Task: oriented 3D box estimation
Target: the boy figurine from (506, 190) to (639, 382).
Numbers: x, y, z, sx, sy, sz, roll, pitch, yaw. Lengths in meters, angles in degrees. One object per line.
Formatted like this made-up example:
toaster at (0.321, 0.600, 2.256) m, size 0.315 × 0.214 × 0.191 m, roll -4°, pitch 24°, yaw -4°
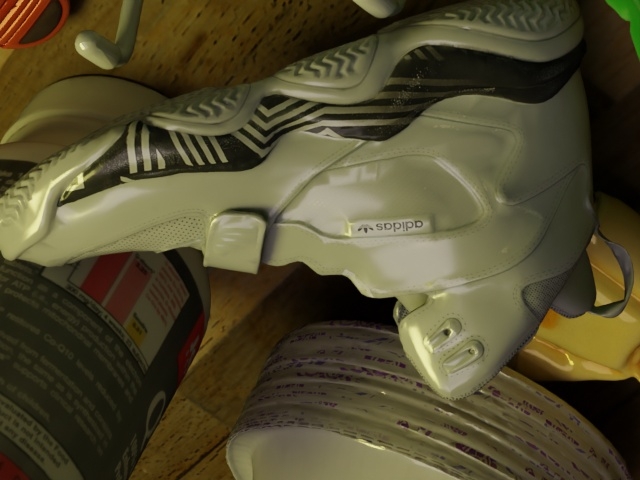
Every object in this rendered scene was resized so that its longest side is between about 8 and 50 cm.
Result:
boy figurine at (0.156, 0.040, 1.258) m, size 0.285 × 0.092 × 0.177 m, roll 30°, pitch 136°, yaw 1°

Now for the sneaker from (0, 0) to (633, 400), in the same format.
sneaker at (0.000, 0.000, 1.135) m, size 0.366 × 0.137 × 0.210 m, roll -18°, pitch 97°, yaw 4°

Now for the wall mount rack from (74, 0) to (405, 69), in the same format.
wall mount rack at (-0.108, -0.217, 1.057) m, size 0.350 × 0.130 × 0.304 m, roll -7°, pitch 149°, yaw 32°

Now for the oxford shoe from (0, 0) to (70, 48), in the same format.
oxford shoe at (-0.276, -0.213, 1.231) m, size 0.271 × 0.098 × 0.097 m, roll 29°, pitch 124°, yaw -28°

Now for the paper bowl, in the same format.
paper bowl at (0.067, 0.191, 1.364) m, size 0.284 × 0.148 × 0.284 m, roll 20°, pitch 154°, yaw 11°

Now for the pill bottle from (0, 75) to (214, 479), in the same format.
pill bottle at (-0.194, 0.068, 1.255) m, size 0.210 × 0.363 × 0.210 m, roll 14°, pitch 137°, yaw 14°

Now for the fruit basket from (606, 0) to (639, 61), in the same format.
fruit basket at (0.279, -0.224, 0.799) m, size 0.392 × 0.392 × 0.283 m, roll 23°, pitch 138°, yaw 4°
